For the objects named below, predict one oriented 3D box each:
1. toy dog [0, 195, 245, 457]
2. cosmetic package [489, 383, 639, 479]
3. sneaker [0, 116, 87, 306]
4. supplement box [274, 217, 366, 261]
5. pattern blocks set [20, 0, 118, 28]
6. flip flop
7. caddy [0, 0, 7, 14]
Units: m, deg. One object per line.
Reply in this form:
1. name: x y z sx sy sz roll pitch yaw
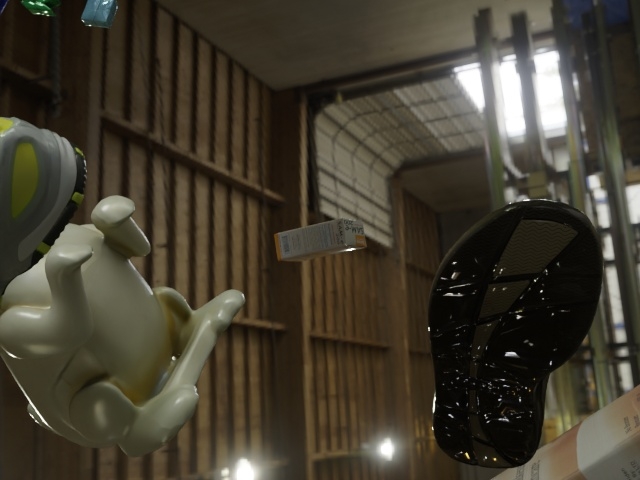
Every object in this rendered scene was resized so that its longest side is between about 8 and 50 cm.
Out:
1. toy dog: -0.371 0.087 1.193 0.408 0.395 0.285 43 -135 -16
2. cosmetic package: 0.266 0.296 0.903 0.129 0.296 0.153 52 -165 4
3. sneaker: -0.406 0.032 0.870 0.147 0.145 0.385 32 -90 -42
4. supplement box: 0.000 0.000 1.063 0.062 0.098 0.036 7 -107 -64
5. pattern blocks set: -0.365 -0.496 1.383 0.325 0.285 0.026 -65 -19 -14
6. flip flop: 0.141 0.073 0.642 0.080 0.112 0.277 -64 -21 -43
7. caddy: -0.330 -0.101 0.593 0.179 0.341 0.241 35 -131 -18
